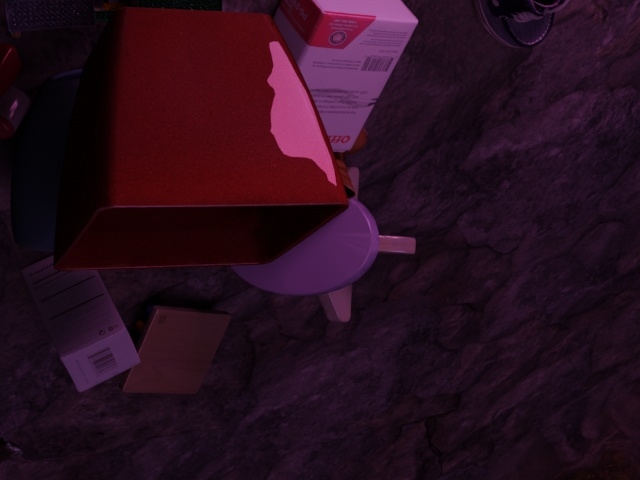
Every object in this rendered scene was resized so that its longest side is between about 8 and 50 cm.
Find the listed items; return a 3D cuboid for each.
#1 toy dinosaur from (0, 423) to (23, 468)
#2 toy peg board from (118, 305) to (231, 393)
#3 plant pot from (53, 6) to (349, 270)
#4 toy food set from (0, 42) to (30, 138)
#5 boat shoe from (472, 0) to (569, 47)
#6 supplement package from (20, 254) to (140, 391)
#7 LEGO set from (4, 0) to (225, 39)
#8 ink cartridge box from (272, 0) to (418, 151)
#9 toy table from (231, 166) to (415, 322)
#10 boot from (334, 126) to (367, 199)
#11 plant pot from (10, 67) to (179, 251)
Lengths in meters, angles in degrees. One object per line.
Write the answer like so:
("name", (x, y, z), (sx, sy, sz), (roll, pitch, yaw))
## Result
("toy dinosaur", (-0.620, 0.398, 2.099), (0.313, 0.121, 0.160), (-31, 134, 5))
("toy peg board", (-0.261, 0.170, 2.129), (0.161, 0.079, 0.161), (8, 113, -45))
("plant pot", (-0.149, -0.113, 1.396), (0.267, 0.236, 0.267), (-1, 166, -23))
("toy food set", (-0.421, -0.180, 1.478), (0.111, 0.105, 0.232), (12, 146, 13))
("boat shoe", (0.299, -0.356, 1.832), (0.127, 0.158, 0.340), (-36, 146, 4))
("supplement package", (-0.356, 0.113, 1.869), (0.105, 0.179, 0.105), (-26, 145, -10))
("LEGO set", (-0.241, -0.360, 1.420), (0.331, 0.192, 0.255), (-12, 124, -6))
("ink cartridge box", (0.004, -0.246, 1.784), (0.171, 0.100, 0.237), (-2, 135, -37))
("toy table", (0.000, 0.000, 1.990), (0.161, 0.274, 0.252), (8, 96, -57))
("boot", (0.017, -0.116, 1.904), (0.197, 0.152, 0.073), (-9, 131, -32))
("plant pot", (-0.265, -0.122, 1.611), (0.290, 0.290, 0.196), (-15, 106, -25))
